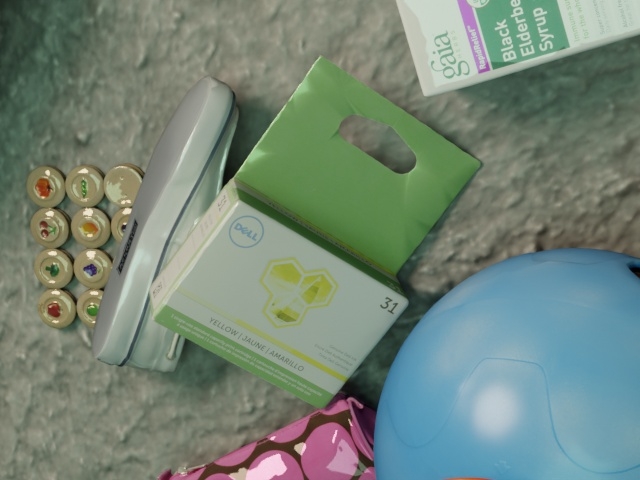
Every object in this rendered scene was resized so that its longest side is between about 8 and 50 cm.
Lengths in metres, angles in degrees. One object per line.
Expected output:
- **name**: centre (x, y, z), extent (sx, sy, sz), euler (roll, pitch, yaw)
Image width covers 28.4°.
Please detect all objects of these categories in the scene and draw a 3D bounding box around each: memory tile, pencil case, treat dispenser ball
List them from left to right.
- **memory tile**: centre (-0.199, 0.007, 1.099), extent (0.113, 0.012, 0.148), euler (1, 103, 12)
- **pencil case**: centre (-0.034, 0.202, 1.071), extent (0.209, 0.095, 0.098), euler (-28, 82, 15)
- **treat dispenser ball**: centre (0.182, 0.149, 0.902), extent (0.288, 0.288, 0.288), euler (3, 104, 12)

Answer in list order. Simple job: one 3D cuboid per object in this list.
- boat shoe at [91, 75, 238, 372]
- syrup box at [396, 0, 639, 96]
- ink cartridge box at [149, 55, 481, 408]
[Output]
- **boat shoe**: centre (-0.111, -0.009, 1.045), extent (0.084, 0.095, 0.258), euler (17, 111, -21)
- **syrup box**: centre (0.178, -0.184, 0.923), extent (0.237, 0.096, 0.093), euler (-15, 100, 15)
- **ink cartridge box**: centre (0.000, 0.000, 0.990), extent (0.171, 0.056, 0.235), euler (31, 107, -23)
